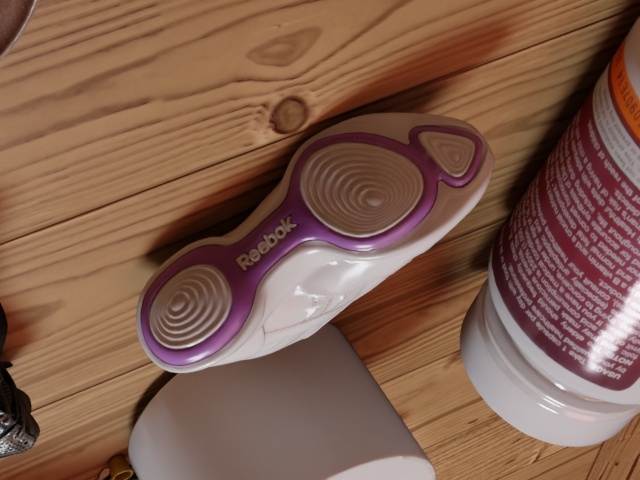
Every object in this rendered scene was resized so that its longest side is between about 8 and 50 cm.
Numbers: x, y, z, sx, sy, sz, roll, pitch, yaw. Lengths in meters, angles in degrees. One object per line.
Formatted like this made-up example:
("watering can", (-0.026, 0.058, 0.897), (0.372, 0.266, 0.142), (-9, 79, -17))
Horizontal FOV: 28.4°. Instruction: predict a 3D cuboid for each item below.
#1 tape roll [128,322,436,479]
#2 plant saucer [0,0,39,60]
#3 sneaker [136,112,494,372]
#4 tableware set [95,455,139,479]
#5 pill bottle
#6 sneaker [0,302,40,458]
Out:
("tape roll", (-0.037, 0.215, 1.192), (0.246, 0.169, 0.246), (-25, 147, -17))
("plant saucer", (-0.238, -0.133, 0.629), (0.198, 0.036, 0.198), (-21, 149, -13))
("sneaker", (0.000, 0.000, 0.999), (0.305, 0.114, 0.152), (-31, 165, 12))
("tableware set", (-0.153, 0.231, 1.284), (0.154, 0.024, 0.104), (4, 137, -43))
("pill bottle", (0.282, -0.001, 1.098), (0.224, 0.224, 0.392), (-10, 146, -31))
("sneaker", (-0.256, 0.100, 0.931), (0.130, 0.087, 0.227), (-4, 145, -40))
